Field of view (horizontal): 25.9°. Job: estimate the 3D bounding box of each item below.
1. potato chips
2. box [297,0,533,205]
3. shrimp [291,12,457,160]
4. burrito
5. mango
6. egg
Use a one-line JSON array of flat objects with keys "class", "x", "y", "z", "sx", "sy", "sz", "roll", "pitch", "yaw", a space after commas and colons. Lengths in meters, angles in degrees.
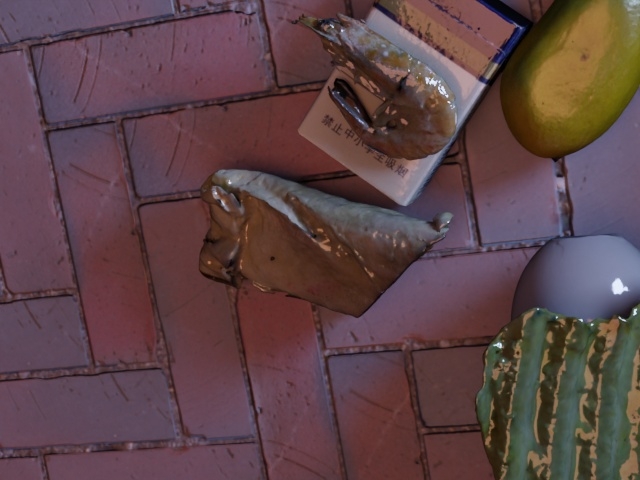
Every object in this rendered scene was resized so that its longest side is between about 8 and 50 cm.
[{"class": "potato chips", "x": 0.363, "y": 0.214, "z": 1.436, "sx": 0.373, "sy": 0.097, "sz": 0.389, "roll": -22, "pitch": 93, "yaw": -14}, {"class": "box", "x": 0.107, "y": -0.190, "z": 1.612, "sx": 0.168, "sy": 0.071, "sz": 0.259, "roll": 37, "pitch": 111, "yaw": 8}, {"class": "shrimp", "x": 0.054, "y": -0.174, "z": 1.574, "sx": 0.223, "sy": 0.047, "sz": 0.126, "roll": 37, "pitch": 122, "yaw": 6}, {"class": "burrito", "x": 0.003, "y": 0.010, "z": 1.672, "sx": 0.347, "sy": 0.107, "sz": 0.175, "roll": 11, "pitch": 136, "yaw": 24}, {"class": "mango", "x": 0.292, "y": -0.199, "z": 1.535, "sx": 0.137, "sy": 0.091, "sz": 0.237, "roll": 37, "pitch": 112, "yaw": -1}, {"class": "egg", "x": 0.302, "y": 0.108, "z": 1.553, "sx": 0.176, "sy": 0.176, "sz": 0.232, "roll": -6, "pitch": 95, "yaw": 21}]
